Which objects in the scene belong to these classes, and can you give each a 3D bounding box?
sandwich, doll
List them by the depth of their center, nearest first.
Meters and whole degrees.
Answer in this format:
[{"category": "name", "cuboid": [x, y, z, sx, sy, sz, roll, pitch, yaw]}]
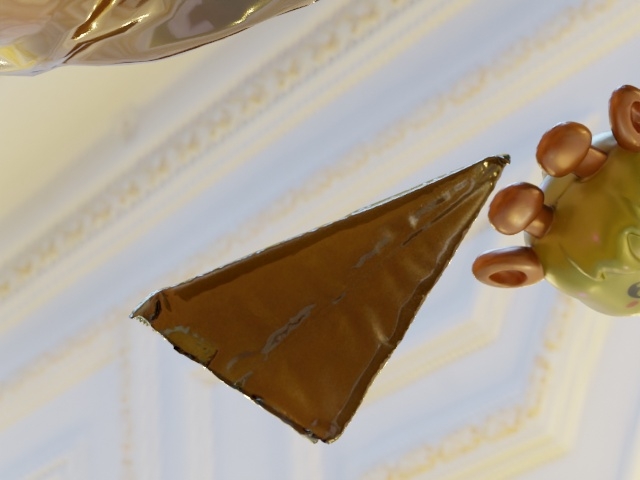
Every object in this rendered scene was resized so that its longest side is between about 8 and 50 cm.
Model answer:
[{"category": "sandwich", "cuboid": [0.000, 0.000, 0.884, 0.163, 0.113, 0.079, -57, -179, -2]}, {"category": "doll", "cuboid": [0.183, -0.015, 1.098, 0.143, 0.221, 0.135, -51, -131, 19]}]

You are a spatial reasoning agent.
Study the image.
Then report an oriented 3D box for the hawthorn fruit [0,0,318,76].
[{"category": "hawthorn fruit", "cuboid": [-0.109, -0.269, 0.560, 0.472, 0.472, 0.471, -24, -121, 48]}]
